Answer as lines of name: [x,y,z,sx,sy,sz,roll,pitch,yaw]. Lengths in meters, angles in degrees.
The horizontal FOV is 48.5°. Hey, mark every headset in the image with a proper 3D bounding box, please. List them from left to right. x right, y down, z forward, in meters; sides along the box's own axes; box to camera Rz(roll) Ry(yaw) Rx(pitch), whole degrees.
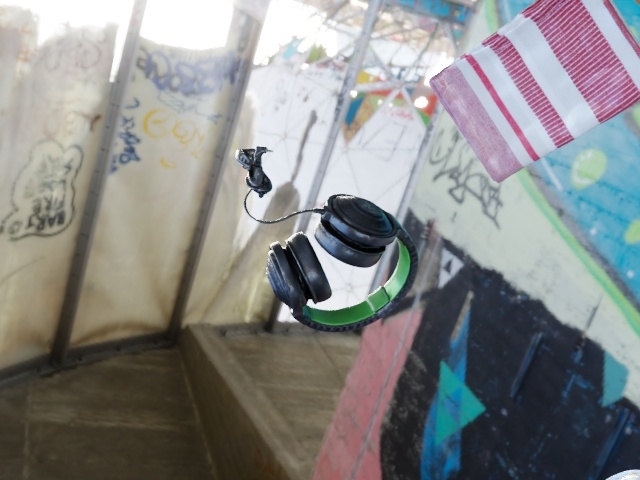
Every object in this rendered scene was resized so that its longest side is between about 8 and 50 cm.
headset: [0.000,0.000,1.211,0.394,0.243,0.185,43,-168,-41]

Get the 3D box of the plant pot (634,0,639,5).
plant pot: [0.362,-0.238,0.490,0.291,0.291,0.203,7,-129,-35]

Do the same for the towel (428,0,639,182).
towel: [0.378,-0.272,1.233,0.237,0.329,0.037,54,-146,-6]

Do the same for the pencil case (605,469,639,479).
pencil case: [0.431,0.392,0.828,0.273,0.113,0.124,44,164,-8]
